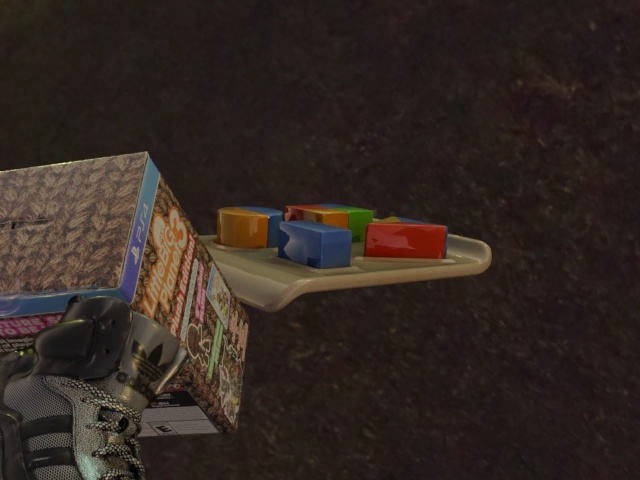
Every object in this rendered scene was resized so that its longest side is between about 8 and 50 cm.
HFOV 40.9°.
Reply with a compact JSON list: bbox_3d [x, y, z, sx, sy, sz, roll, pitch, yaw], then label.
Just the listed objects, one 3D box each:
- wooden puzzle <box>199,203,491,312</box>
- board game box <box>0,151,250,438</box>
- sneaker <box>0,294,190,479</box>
[{"bbox_3d":[0.000,0.000,1.146,0.322,0.347,0.081,15,110,52],"label":"wooden puzzle"},{"bbox_3d":[-0.227,0.072,0.835,0.232,0.291,0.141,-6,53,13],"label":"board game box"},{"bbox_3d":[-0.132,0.125,0.532,0.268,0.101,0.153,30,75,41],"label":"sneaker"}]
